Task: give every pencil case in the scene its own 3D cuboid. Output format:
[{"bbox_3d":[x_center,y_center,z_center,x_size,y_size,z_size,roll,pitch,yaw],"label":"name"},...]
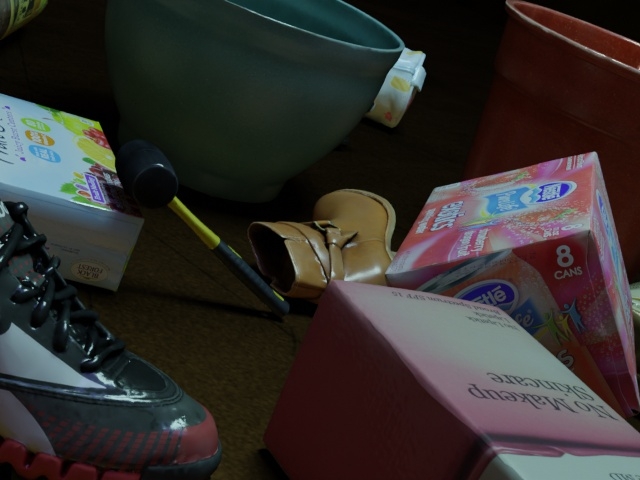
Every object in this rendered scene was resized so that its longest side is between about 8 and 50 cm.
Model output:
[{"bbox_3d":[0.007,-0.254,1.876,0.273,0.124,0.113,23,56,-2],"label":"pencil case"}]

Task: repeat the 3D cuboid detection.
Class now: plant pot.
[{"bbox_3d":[0.266,-0.075,1.429,0.272,0.265,0.272,20,18,-7],"label":"plant pot"},{"bbox_3d":[-0.088,-0.158,1.356,0.293,0.196,0.293,20,18,-7],"label":"plant pot"}]

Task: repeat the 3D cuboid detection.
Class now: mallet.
[{"bbox_3d":[-0.089,-0.007,1.057,0.190,0.039,0.062,47,1,-39],"label":"mallet"}]

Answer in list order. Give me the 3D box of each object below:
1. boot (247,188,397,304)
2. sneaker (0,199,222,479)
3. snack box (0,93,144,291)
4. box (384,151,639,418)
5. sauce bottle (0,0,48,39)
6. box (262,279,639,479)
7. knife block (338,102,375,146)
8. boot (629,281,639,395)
[{"bbox_3d":[0.000,0.000,1.210,0.152,0.073,0.197,6,21,-32],"label":"boot"},{"bbox_3d":[-0.172,0.047,0.748,0.276,0.135,0.097,25,15,3],"label":"sneaker"},{"bbox_3d":[-0.244,-0.051,1.058,0.174,0.070,0.207,16,18,-24],"label":"snack box"},{"bbox_3d":[0.159,0.037,1.072,0.154,0.142,0.300,-13,11,15],"label":"box"},{"bbox_3d":[-0.368,-0.254,1.450,0.111,0.111,0.344,21,19,-5],"label":"sauce bottle"},{"bbox_3d":[0.091,0.137,0.814,0.148,0.127,0.232,11,20,-34],"label":"box"},{"bbox_3d":[-0.063,-0.168,1.596,0.242,0.088,0.276,22,17,1],"label":"knife block"},{"bbox_3d":[0.352,0.115,1.267,0.262,0.095,0.203,28,17,31],"label":"boot"}]
